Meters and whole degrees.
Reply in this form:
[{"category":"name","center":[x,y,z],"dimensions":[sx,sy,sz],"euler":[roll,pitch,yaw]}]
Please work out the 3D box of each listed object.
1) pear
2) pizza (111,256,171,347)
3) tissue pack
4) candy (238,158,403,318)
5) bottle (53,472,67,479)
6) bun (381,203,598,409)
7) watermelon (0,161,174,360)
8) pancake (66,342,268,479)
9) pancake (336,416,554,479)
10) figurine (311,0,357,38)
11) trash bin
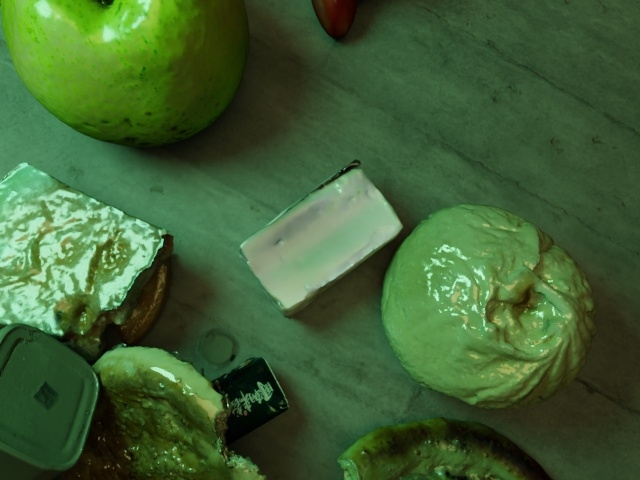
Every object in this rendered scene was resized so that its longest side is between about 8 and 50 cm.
[{"category":"pear","center":[-0.296,-0.332,0.839],"dimensions":[0.391,0.391,0.390],"euler":[1,82,-6]},{"category":"pizza","center":[-0.348,0.088,0.944],"dimensions":[0.176,0.036,0.184],"euler":[7,88,4]},{"category":"tissue pack","center":[-0.151,0.270,0.888],"dimensions":[0.170,0.090,0.103],"euler":[-24,83,-34]},{"category":"candy","center":[0.000,0.000,0.950],"dimensions":[0.265,0.116,0.155],"euler":[-37,88,-10]},{"category":"bottle","center":[-0.480,0.400,0.855],"dimensions":[0.152,0.099,0.098],"euler":[-17,84,2]},{"category":"bun","center":[0.280,0.103,0.905],"dimensions":[0.349,0.227,0.352],"euler":[-10,79,-5]},{"category":"watermelon","center":[-0.402,0.055,0.860],"dimensions":[0.302,0.151,0.264],"euler":[22,74,5]},{"category":"pancake","center":[-0.242,0.332,0.801],"dimensions":[0.382,0.071,0.382],"euler":[4,99,25]},{"category":"pancake","center":[0.227,0.435,0.892],"dimensions":[0.427,0.067,0.304],"euler":[31,54,0]},{"category":"figurine","center":[0.058,-0.560,0.976],"dimensions":[0.211,0.269,0.261],"euler":[43,71,6]},{"category":"trash bin","center":[-0.450,0.249,0.726],"dimensions":[0.250,0.219,0.220],"euler":[-30,126,17]}]
